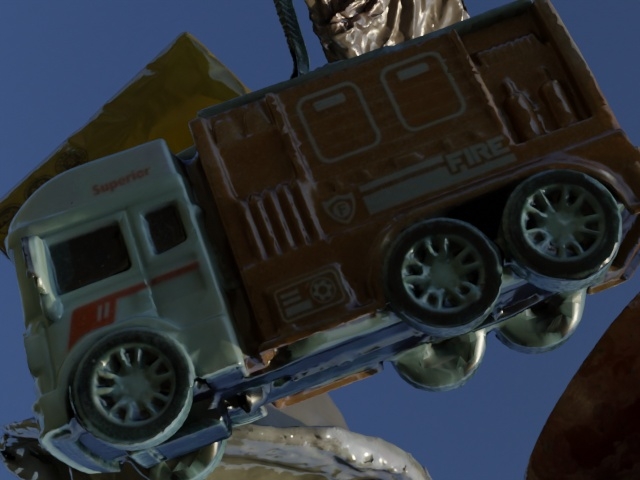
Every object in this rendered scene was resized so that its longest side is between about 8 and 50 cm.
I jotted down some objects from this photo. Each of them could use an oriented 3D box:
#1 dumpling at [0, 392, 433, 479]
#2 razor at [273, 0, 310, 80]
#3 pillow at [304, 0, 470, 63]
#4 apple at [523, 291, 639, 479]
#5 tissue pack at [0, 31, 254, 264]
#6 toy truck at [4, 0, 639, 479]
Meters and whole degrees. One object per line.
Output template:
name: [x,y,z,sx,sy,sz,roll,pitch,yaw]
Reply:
dumpling: [-0.067,0.125,0.805,0.293,0.163,0.204,4,-48,9]
razor: [-0.040,-0.244,1.324,0.066,0.033,0.190,-31,-112,53]
pillow: [0.050,-0.206,1.004,0.049,0.135,0.248,41,-18,52]
apple: [0.341,0.160,1.112,0.295,0.365,0.329,46,-17,-2]
tissue pack: [-0.147,-0.032,1.128,0.192,0.134,0.271,40,-104,15]
toy truck: [0.000,0.000,0.612,0.305,0.136,0.162,-20,-110,-4]
